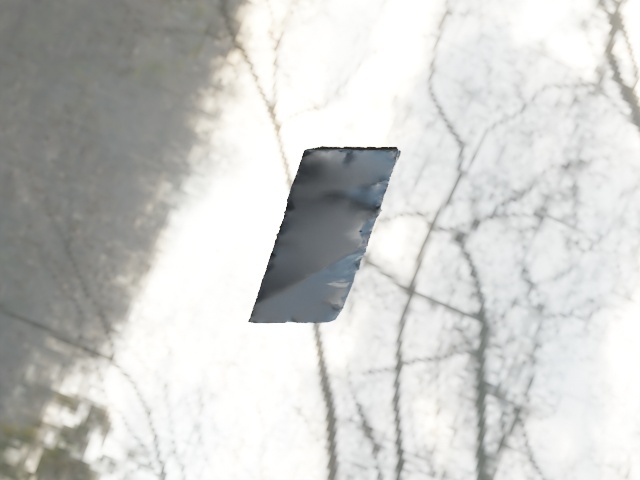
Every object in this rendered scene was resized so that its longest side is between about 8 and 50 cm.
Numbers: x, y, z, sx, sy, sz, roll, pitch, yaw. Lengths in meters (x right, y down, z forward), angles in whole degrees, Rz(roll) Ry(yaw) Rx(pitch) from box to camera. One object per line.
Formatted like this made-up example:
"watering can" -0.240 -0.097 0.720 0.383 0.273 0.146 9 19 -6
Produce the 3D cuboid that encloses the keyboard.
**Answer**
"keyboard" 0.000 -0.001 1.087 0.196 0.074 0.015 109 -22 -46
